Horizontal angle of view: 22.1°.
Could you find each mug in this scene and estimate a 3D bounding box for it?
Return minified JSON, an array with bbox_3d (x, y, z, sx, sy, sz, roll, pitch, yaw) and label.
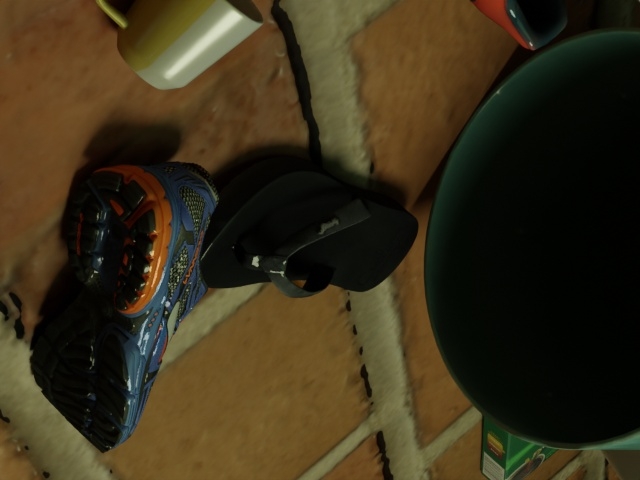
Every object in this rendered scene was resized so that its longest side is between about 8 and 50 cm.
[{"bbox_3d":[-0.079,-0.119,0.861,0.064,0.078,0.062,-45,-174,15],"label":"mug"}]

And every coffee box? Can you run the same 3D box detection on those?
[{"bbox_3d":[0.216,0.176,1.663,0.113,0.040,0.184,-36,151,-20],"label":"coffee box"}]

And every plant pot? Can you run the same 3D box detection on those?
[{"bbox_3d":[0.261,0.017,1.192,0.235,0.293,0.293,14,116,-42],"label":"plant pot"}]

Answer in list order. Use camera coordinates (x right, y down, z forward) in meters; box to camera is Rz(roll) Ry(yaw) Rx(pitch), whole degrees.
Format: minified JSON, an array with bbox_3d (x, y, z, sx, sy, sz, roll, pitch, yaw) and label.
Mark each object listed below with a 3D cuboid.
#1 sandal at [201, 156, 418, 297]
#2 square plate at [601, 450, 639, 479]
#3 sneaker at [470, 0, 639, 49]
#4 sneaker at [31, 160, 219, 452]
[{"bbox_3d":[0.001,-0.001,1.114,0.254,0.054,0.097,2,125,-56],"label":"sandal"},{"bbox_3d":[0.340,0.043,1.373,0.049,0.344,0.347,23,110,-29],"label":"square plate"},{"bbox_3d":[0.191,-0.217,0.849,0.131,0.148,0.350,-40,-175,-40],"label":"sneaker"},{"bbox_3d":[-0.109,0.043,0.994,0.087,0.083,0.221,-26,148,-45],"label":"sneaker"}]
